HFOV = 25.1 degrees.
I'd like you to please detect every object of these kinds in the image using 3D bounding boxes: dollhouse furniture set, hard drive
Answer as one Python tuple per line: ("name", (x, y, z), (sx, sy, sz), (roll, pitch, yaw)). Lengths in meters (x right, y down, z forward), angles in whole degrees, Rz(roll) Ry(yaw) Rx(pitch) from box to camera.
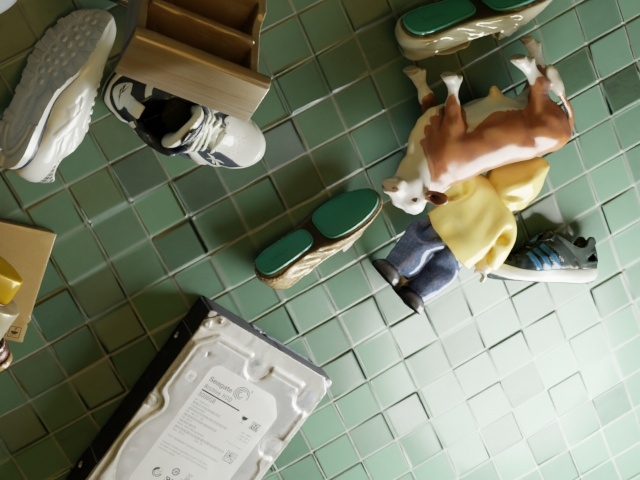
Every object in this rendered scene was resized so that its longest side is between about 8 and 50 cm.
("dollhouse furniture set", (-0.074, -0.374, 1.614), (0.362, 0.257, 0.394), (19, 134, -21))
("hard drive", (-0.172, 0.274, 2.055), (0.237, 0.064, 0.339), (34, 96, -29))

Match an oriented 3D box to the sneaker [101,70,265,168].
("sneaker", (-0.160, -0.139, 1.835), (0.235, 0.153, 0.094), (32, 100, -28))

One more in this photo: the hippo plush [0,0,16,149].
("hippo plush", (-0.430, -0.262, 1.637), (0.294, 0.234, 0.237), (33, 98, -28))

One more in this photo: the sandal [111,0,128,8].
("sandal", (-0.261, -0.322, 1.774), (0.180, 0.072, 0.049), (17, 89, -27))

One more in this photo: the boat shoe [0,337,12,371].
("boat shoe", (-0.509, 0.156, 1.865), (0.206, 0.073, 0.073), (-15, 120, -10))

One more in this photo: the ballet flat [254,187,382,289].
("ballet flat", (0.000, 0.000, 2.014), (0.206, 0.073, 0.067), (-31, 146, -3))

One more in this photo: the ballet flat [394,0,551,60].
("ballet flat", (0.216, -0.304, 1.961), (0.248, 0.086, 0.086), (-18, 117, -11))

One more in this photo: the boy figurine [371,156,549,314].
("boy figurine", (0.203, -0.031, 2.052), (0.285, 0.092, 0.177), (-44, 101, -2))

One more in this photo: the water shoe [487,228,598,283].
("water shoe", (0.322, 0.022, 2.144), (0.203, 0.073, 0.080), (3, 88, -26))

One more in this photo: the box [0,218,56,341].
("box", (-0.463, 0.041, 1.870), (0.201, 0.021, 0.164), (13, 106, -25))

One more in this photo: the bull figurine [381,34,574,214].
("bull figurine", (0.207, -0.157, 1.967), (0.310, 0.101, 0.188), (-19, 118, -20))

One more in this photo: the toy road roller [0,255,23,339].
("toy road roller", (-0.553, 0.041, 1.738), (0.202, 0.240, 0.329), (-53, 138, 6))

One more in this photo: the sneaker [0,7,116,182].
("sneaker", (-0.322, -0.183, 1.807), (0.235, 0.090, 0.095), (-57, 143, 3))
